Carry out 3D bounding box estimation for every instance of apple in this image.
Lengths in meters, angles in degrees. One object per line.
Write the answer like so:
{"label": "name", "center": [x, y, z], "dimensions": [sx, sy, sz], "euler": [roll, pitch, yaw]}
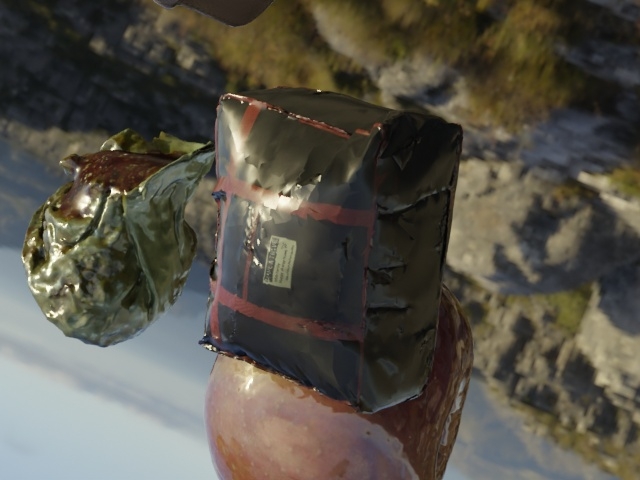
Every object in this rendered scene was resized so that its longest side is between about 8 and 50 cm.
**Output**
{"label": "apple", "center": [0.014, 0.152, 1.170], "dimensions": [0.235, 0.306, 0.306], "euler": [12, 168, 12]}

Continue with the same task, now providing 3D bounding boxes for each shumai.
{"label": "shumai", "center": [-0.279, -0.018, 1.894], "dimensions": [0.288, 0.330, 0.292], "euler": [-32, 117, 35]}

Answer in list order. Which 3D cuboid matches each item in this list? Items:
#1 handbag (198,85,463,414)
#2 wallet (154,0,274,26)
{"label": "handbag", "center": [0.000, 0.000, 0.899], "dimensions": [0.169, 0.215, 0.155], "euler": [16, -166, 41]}
{"label": "wallet", "center": [-0.074, -0.189, 0.740], "dimensions": [0.152, 0.039, 0.118], "euler": [17, 134, -44]}
